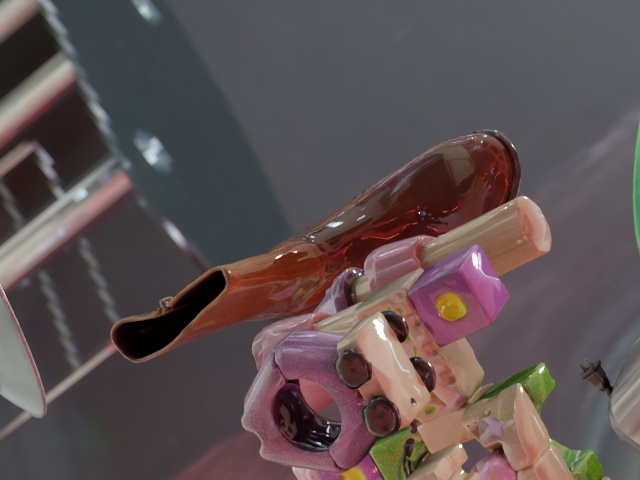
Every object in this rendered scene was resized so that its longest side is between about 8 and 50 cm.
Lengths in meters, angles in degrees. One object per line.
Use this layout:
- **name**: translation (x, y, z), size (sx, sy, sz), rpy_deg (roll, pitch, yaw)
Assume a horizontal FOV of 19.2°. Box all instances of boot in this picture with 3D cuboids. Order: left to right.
- **boot**: translation (0.000, 0.000, 1.516), size (0.280, 0.264, 0.096), rpy_deg (-10, 77, -53)

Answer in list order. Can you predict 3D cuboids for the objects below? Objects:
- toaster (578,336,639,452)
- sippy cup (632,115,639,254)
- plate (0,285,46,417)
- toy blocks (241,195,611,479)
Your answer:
- **toaster**: translation (0.325, 0.109, 1.435), size (0.227, 0.146, 0.129), rpy_deg (31, 48, 3)
- **sippy cup**: translation (0.406, -0.070, 1.623), size (0.305, 0.224, 0.240), rpy_deg (111, -15, -68)
- **plate**: translation (-0.238, 0.040, 1.267), size (0.188, 0.024, 0.188), rpy_deg (50, -22, 29)
- **toy blocks**: translation (0.044, 0.168, 1.206), size (0.288, 0.260, 0.309), rpy_deg (61, 30, -5)
